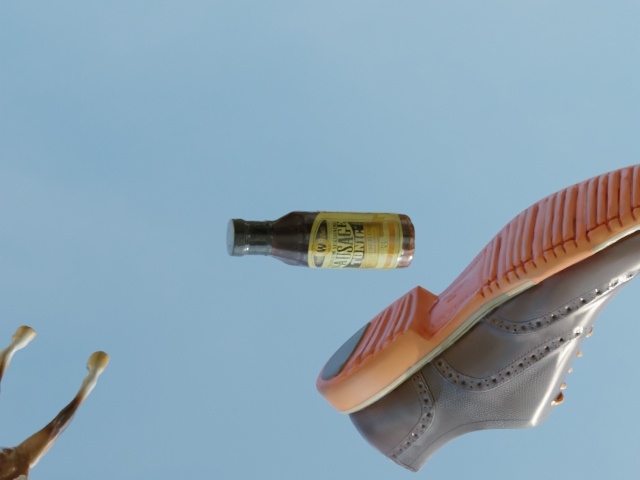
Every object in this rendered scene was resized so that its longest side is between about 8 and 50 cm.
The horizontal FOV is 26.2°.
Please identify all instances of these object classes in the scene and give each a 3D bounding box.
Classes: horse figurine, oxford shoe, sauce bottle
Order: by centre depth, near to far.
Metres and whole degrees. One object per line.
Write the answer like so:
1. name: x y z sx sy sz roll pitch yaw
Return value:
1. horse figurine: -0.256 0.134 0.894 0.263 0.066 0.174 -1 -130 31
2. sauce bottle: 0.000 0.000 0.945 0.128 0.042 0.042 -1 -133 -15
3. oxford shoe: 0.172 0.062 1.102 0.132 0.364 0.130 50 -152 -10
